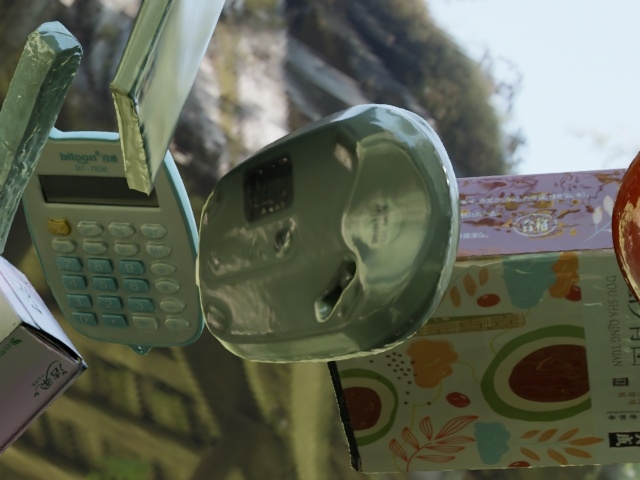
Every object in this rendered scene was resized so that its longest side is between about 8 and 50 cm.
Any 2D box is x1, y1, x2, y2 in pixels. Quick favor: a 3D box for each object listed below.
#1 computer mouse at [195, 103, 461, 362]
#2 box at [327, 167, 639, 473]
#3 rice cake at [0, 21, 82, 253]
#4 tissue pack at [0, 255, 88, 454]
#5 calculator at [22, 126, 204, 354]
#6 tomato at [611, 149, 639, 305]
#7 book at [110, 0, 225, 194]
[{"bbox_3d":[0.005,0.001,1.396,0.095,0.197,0.331,9,-11,-31],"label":"computer mouse"},{"bbox_3d":[0.200,0.094,1.833,0.385,0.122,0.344,-4,-45,10],"label":"box"},{"bbox_3d":[-0.272,-0.089,1.547,0.045,0.042,0.245,44,-55,24],"label":"rice cake"},{"bbox_3d":[-0.332,0.129,1.439,0.092,0.246,0.148,42,4,-47],"label":"tissue pack"},{"bbox_3d":[-0.287,-0.002,2.409,0.256,0.054,0.386,3,-60,20],"label":"calculator"},{"bbox_3d":[0.256,0.011,1.029,0.187,0.151,0.187,25,-29,15],"label":"tomato"},{"bbox_3d":[-0.098,-0.246,1.458,0.031,0.379,0.264,18,-14,3],"label":"book"}]
